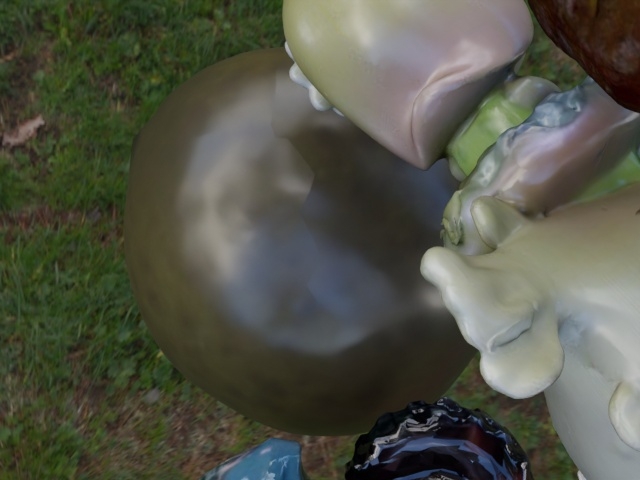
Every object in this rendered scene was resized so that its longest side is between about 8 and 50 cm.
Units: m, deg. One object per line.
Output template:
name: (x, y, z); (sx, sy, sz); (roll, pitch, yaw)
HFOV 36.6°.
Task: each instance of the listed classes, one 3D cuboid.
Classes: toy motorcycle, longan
toy motorcycle: (0.000, 0.295, 0.635); (0.232, 0.172, 0.416); (9, 98, -5)
longan: (0.000, 0.000, 0.750); (0.319, 0.319, 0.319); (5, 73, -16)

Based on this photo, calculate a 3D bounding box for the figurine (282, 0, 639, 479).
figurine: (0.104, -0.030, 0.471); (0.394, 0.226, 0.274); (50, 33, 16)

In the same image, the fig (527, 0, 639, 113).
fig: (0.166, -0.173, 0.334); (0.146, 0.274, 0.170); (-9, 40, -21)
